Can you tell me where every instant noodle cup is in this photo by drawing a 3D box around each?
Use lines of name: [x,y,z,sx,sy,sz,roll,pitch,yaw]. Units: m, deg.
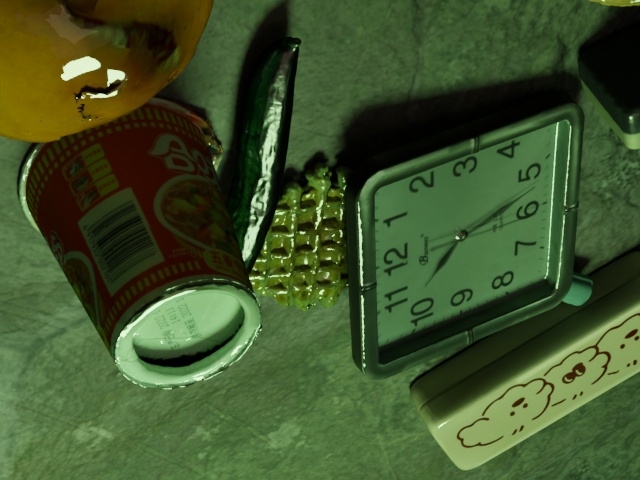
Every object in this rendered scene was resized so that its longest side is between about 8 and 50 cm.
instant noodle cup: [-0.144,0.009,1.254,0.193,0.212,0.193,-17,139,-15]

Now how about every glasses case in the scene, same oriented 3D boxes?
glasses case: [0.281,0.149,1.757,0.336,0.076,0.144,-32,141,5]

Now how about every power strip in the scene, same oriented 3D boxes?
power strip: [0.394,-0.189,1.435,0.257,0.105,0.070,-26,142,-2]

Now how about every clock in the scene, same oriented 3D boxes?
clock: [0.150,-0.006,1.498,0.279,0.049,0.273,-20,130,-21]

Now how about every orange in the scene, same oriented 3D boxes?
orange: [-0.195,-0.191,0.994,0.246,0.246,0.246,-16,139,-14]

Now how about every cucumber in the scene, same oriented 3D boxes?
cucumber: [-0.058,-0.071,1.336,0.056,0.056,0.284,-5,130,-26]

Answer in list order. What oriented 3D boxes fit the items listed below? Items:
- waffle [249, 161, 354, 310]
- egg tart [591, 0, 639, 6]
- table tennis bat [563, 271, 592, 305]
waffle: [0.000,0.000,1.466,0.169,0.036,0.183,-44,139,16]
egg tart: [0.283,-0.312,1.227,0.241,0.106,0.241,-7,134,-7]
table tennis bat: [0.220,0.027,1.627,0.244,0.040,0.153,21,119,-38]
